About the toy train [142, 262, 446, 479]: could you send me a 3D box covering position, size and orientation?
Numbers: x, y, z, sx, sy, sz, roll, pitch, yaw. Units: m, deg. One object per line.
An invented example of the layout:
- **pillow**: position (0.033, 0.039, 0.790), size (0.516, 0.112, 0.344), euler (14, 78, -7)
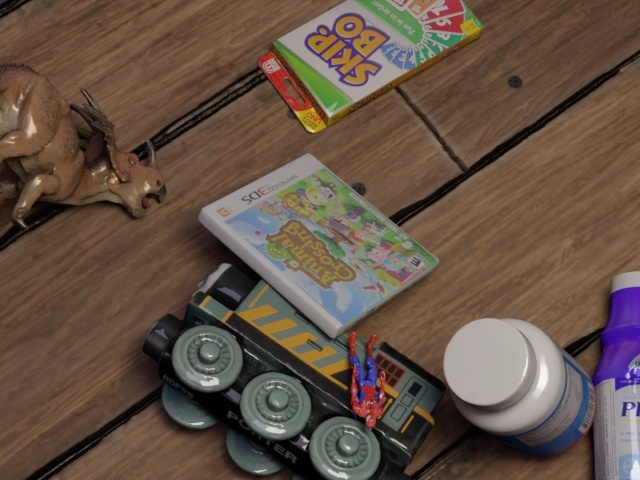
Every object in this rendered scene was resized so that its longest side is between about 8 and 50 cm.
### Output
- **toy train**: position (-0.025, 0.160, 1.681), size (0.334, 0.142, 0.190), euler (33, 57, 9)

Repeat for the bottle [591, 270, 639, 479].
- **bottle**: position (0.363, 0.176, 1.729), size (0.118, 0.092, 0.282), euler (7, 67, -10)

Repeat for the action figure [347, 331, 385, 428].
- **action figure**: position (0.048, 0.147, 1.615), size (0.038, 0.030, 0.115), euler (11, 49, -18)

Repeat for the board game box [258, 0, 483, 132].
- **board game box**: position (0.061, -0.241, 1.900), size (0.259, 0.039, 0.124), euler (-32, 74, -14)

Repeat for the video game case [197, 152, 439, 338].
- **video game case**: position (0.000, 0.000, 1.741), size (0.212, 0.023, 0.193), euler (41, 43, 19)

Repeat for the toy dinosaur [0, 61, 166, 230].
- **toy dinosaur**: position (-0.308, -0.120, 1.713), size (0.127, 0.295, 0.200), euler (25, 63, 37)

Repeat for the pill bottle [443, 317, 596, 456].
- **pill bottle**: position (0.208, 0.152, 1.640), size (0.124, 0.221, 0.124), euler (-9, 68, 22)
